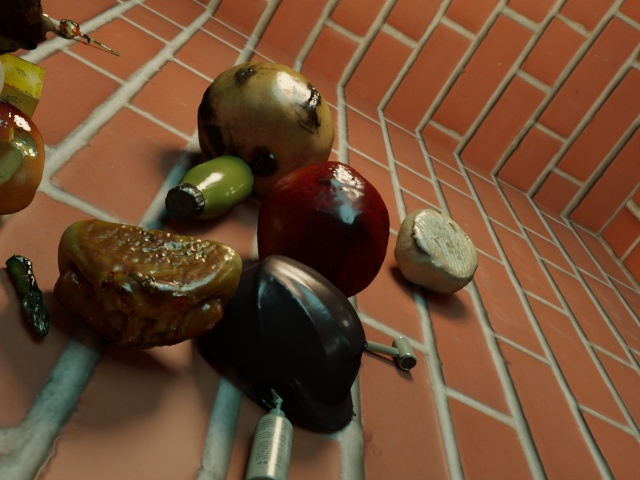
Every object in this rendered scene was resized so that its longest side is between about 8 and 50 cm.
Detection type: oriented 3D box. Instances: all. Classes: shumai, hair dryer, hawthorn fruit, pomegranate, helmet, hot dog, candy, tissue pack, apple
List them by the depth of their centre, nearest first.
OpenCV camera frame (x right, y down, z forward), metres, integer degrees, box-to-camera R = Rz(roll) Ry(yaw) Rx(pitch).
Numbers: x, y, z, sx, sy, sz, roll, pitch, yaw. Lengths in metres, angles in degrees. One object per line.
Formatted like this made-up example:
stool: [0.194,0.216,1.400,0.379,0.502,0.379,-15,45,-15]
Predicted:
hot dog: [-0.244,0.069,1.068,0.257,0.150,0.153,11,43,-10]
apple: [-0.503,-0.126,1.143,0.199,0.199,0.199,28,22,-12]
helmet: [-0.032,0.142,1.212,0.305,0.177,0.225,32,19,1]
shumai: [-0.646,-0.411,1.409,0.283,0.217,0.346,37,13,23]
hawthorn fruit: [0.000,0.000,1.469,0.265,0.265,0.307,28,40,-12]
hair dryer: [0.124,0.210,1.480,0.124,0.038,0.063,16,24,-19]
tissue pack: [-0.612,-0.310,1.529,0.095,0.062,0.176,22,25,-26]
pomegranate: [-0.125,-0.255,1.753,0.322,0.322,0.322,28,22,-12]
candy: [-0.618,-0.539,2.054,0.185,0.049,0.055,24,29,-43]

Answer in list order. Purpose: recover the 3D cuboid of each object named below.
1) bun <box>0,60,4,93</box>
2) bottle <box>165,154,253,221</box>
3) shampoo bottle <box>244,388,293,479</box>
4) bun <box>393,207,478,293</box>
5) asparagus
bun: [-0.643,-0.280,1.336,0.173,0.120,0.173,9,53,-12]
bottle: [-0.226,-0.100,1.542,0.112,0.112,0.260,35,22,5]
shampoo bottle: [-0.065,0.276,1.037,0.056,0.056,0.195,30,22,-8]
bun: [0.281,0.035,1.906,0.239,0.141,0.239,25,46,-29]
asparagus: [-0.397,0.075,1.044,0.036,0.030,0.165,46,4,-47]
